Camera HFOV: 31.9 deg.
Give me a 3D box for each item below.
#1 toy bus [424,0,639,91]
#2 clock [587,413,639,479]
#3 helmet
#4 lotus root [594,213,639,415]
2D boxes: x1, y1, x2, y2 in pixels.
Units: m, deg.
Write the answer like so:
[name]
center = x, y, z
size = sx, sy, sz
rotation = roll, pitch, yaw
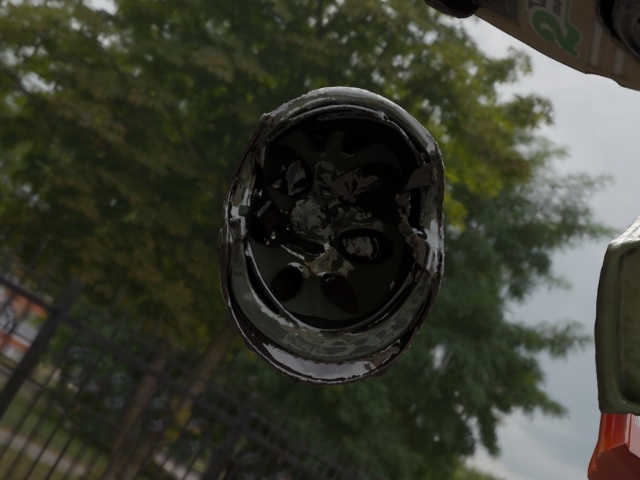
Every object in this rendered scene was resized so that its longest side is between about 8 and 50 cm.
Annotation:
[toy bus]
center = 0.085, -0.171, 0.309
size = 0.157, 0.139, 0.289
rotation = 25, -17, 17
[clock]
center = 0.277, 0.162, 0.951
size = 0.113, 0.155, 0.061
rotation = 46, -52, -15
[helmet]
center = 0.000, 0.000, 1.164
size = 0.225, 0.305, 0.177
rotation = 14, -7, -11
[lotus root]
center = 0.278, 0.038, 0.638
size = 0.235, 0.119, 0.138
rotation = -2, 15, 18
